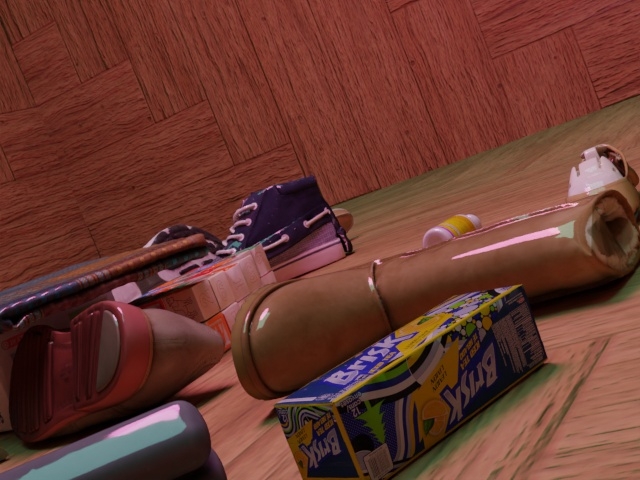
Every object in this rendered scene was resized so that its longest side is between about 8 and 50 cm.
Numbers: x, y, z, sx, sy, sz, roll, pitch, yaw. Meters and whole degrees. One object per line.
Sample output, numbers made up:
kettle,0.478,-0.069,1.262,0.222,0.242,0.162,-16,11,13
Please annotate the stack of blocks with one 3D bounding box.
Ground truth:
stack of blocks,-0.155,0.088,1.280,0.171,0.087,0.297,-20,5,22

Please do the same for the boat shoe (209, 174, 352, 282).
boat shoe,-0.126,0.010,1.607,0.341,0.158,0.127,-23,5,-20

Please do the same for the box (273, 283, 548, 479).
box,0.057,0.083,0.571,0.169,0.054,0.059,-25,6,-39

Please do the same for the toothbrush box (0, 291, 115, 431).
toothbrush box,-0.419,0.173,1.309,0.283,0.122,0.206,-16,7,40

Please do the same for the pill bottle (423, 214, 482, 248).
pill bottle,0.162,-0.006,1.174,0.043,0.043,0.083,-17,7,42

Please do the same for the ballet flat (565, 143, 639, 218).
ballet flat,0.287,-0.057,1.014,0.080,0.073,0.232,-20,5,20

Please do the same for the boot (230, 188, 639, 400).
boot,0.091,0.036,0.766,0.270,0.089,0.236,-17,7,33

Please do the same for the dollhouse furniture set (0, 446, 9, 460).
dollhouse furniture set,-0.390,0.214,1.047,0.059,0.076,0.152,-38,9,-23

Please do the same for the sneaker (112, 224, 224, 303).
sneaker,-0.311,0.096,1.699,0.410,0.158,0.182,-20,-16,-47

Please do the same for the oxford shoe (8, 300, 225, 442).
oxford shoe,-0.226,0.145,1.012,0.130,0.122,0.348,8,-16,-36

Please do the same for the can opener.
can opener,-0.182,0.186,0.530,0.284,0.076,0.095,-22,37,-11

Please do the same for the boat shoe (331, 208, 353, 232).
boat shoe,0.000,0.000,1.809,0.190,0.068,0.072,-36,23,-30

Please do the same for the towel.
towel,-0.331,0.069,1.178,0.271,0.040,0.370,-24,7,-37
